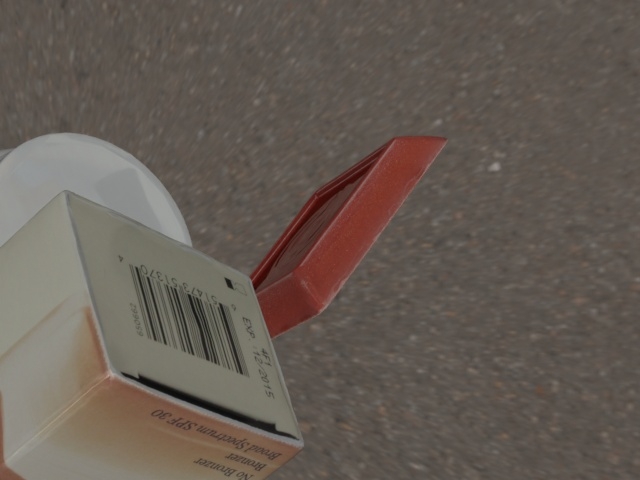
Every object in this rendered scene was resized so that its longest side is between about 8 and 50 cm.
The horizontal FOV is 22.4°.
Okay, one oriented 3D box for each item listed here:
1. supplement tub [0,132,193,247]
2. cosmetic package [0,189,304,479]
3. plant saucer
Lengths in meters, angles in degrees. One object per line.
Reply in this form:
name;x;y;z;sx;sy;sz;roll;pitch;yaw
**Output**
supplement tub;-0.271;0.059;1.367;0.228;0.316;0.228;19;57;-33
cosmetic package;-0.173;0.127;0.898;0.296;0.129;0.153;-40;139;24
plant saucer;0.000;0.000;1.751;0.047;0.259;0.258;42;61;-9
